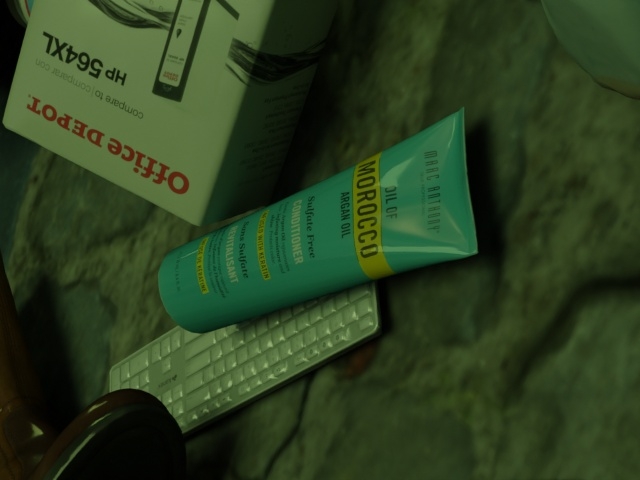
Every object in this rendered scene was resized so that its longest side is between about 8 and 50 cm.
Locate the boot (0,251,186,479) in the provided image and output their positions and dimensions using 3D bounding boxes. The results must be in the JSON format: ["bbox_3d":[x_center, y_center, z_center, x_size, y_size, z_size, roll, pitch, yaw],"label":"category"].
[{"bbox_3d":[-0.182,0.108,0.937,0.280,0.096,0.264,-113,33,-41],"label":"boot"}]

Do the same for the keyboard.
[{"bbox_3d":[-0.053,0.066,0.850,0.256,0.014,0.072,-31,58,41],"label":"keyboard"}]

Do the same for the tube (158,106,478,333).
[{"bbox_3d":[0.000,0.000,0.769,0.207,0.052,0.080,-22,65,38],"label":"tube"}]

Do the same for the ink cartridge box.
[{"bbox_3d":[-0.077,-0.130,0.810,0.148,0.086,0.203,27,111,19],"label":"ink cartridge box"}]

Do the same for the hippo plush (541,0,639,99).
[{"bbox_3d":[0.176,-0.193,0.545,0.236,0.234,0.294,-46,57,-10],"label":"hippo plush"}]

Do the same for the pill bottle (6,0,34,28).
[{"bbox_3d":[-0.147,-0.166,0.962,0.160,0.087,0.087,15,92,50],"label":"pill bottle"}]
